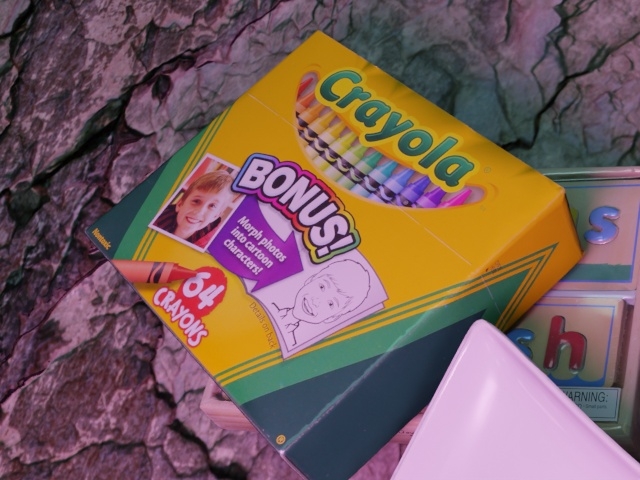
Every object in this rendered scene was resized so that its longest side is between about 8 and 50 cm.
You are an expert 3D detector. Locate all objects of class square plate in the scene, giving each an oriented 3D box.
[{"bbox_3d":[0.163,0.293,0.862,0.347,0.049,0.344,44,117,42],"label":"square plate"}]

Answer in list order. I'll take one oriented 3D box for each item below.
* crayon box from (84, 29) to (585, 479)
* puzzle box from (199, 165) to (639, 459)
[{"bbox_3d":[0.000,0.000,1.051,0.313,0.106,0.363,-43,48,-7],"label":"crayon box"},{"bbox_3d":[0.105,0.055,1.063,0.409,0.052,0.272,-1,55,27],"label":"puzzle box"}]
